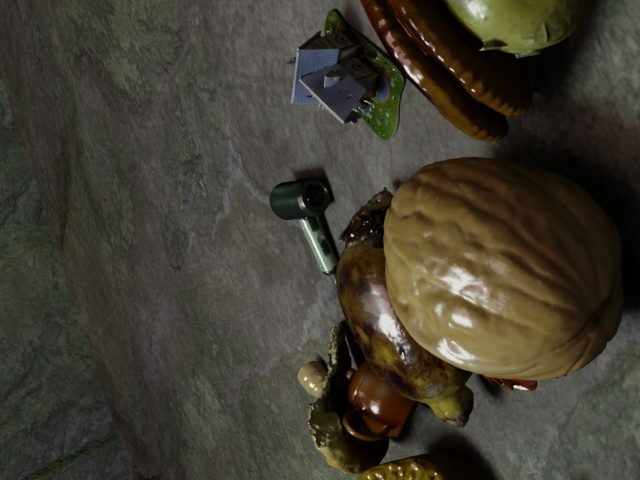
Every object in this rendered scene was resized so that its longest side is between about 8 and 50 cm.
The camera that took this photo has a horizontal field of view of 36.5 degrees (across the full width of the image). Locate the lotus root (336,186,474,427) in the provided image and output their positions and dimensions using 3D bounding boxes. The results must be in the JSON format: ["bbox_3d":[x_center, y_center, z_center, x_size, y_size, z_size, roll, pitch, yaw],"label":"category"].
[{"bbox_3d":[0.110,0.090,1.195,0.169,0.141,0.314,-25,89,60],"label":"lotus root"}]

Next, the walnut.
[{"bbox_3d":[0.175,0.023,0.964,0.261,0.224,0.225,36,140,43],"label":"walnut"}]

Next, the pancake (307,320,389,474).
[{"bbox_3d":[0.042,0.226,1.433,0.266,0.057,0.245,50,-147,-60],"label":"pancake"}]

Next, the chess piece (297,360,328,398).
[{"bbox_3d":[0.010,0.255,1.598,0.122,0.066,0.066,45,146,44],"label":"chess piece"}]

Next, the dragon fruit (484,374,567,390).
[{"bbox_3d":[0.224,0.130,1.092,0.116,0.086,0.081,7,79,51],"label":"dragon fruit"}]

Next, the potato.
[{"bbox_3d":[0.150,-0.281,0.808,0.143,0.169,0.248,-16,111,31],"label":"potato"}]

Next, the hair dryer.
[{"bbox_3d":[0.000,0.000,1.441,0.100,0.057,0.198,1,120,61],"label":"hair dryer"}]

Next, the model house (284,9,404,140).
[{"bbox_3d":[0.016,-0.194,1.203,0.167,0.088,0.117,50,148,29],"label":"model house"}]

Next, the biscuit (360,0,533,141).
[{"bbox_3d":[0.113,-0.191,0.910,0.066,0.220,0.221,-40,71,25],"label":"biscuit"}]

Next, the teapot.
[{"bbox_3d":[0.081,0.212,1.351,0.116,0.173,0.116,16,129,21],"label":"teapot"}]

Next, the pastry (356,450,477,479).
[{"bbox_3d":[0.133,0.383,1.331,0.189,0.188,0.103,58,-165,16],"label":"pastry"}]
